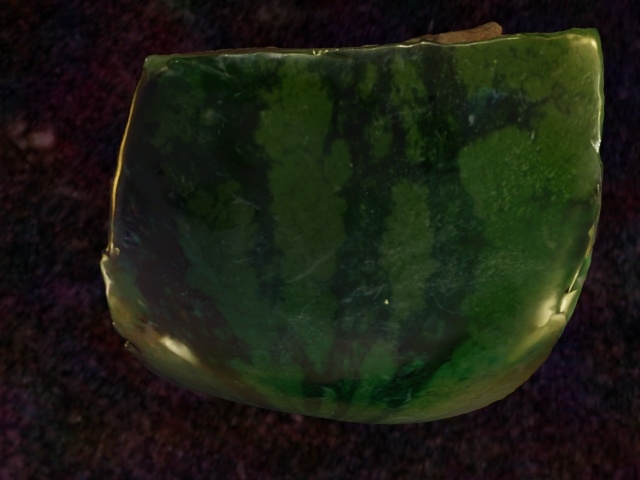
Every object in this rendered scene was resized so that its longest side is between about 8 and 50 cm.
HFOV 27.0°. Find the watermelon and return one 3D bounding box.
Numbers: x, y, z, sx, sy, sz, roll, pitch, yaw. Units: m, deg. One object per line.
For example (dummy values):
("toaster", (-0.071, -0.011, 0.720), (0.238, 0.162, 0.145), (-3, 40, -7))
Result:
("watermelon", (-0.005, 0.013, 0.483), (0.146, 0.128, 0.231), (-11, 133, -28))
